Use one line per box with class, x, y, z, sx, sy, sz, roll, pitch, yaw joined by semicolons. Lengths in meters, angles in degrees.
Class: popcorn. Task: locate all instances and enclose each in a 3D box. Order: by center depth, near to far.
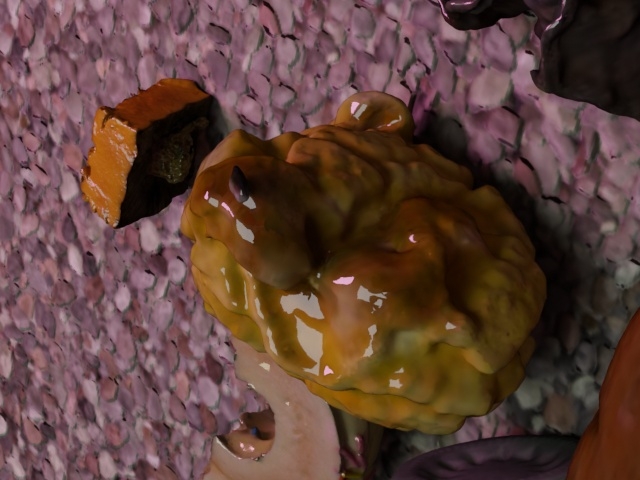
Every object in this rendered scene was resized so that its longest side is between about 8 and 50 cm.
popcorn;0.020;0.013;0.804;0.194;0.163;0.140;26;118;-2

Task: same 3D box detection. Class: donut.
donut;-0.009;0.107;0.919;0.108;0.065;0.166;34;129;23

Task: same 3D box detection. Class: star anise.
star anise;0.088;-0.175;0.691;0.220;0.099;0.214;57;151;31

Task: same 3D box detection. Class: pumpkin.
pumpkin;-0.104;-0.053;0.958;0.054;0.083;0.074;26;124;20

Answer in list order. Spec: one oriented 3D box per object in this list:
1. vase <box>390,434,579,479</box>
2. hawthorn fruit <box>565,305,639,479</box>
vase;0.112;0.258;0.810;0.143;0.143;0.299;-2;99;46
hawthorn fruit;0.231;0.078;0.539;0.267;0.267;0.301;31;113;35
